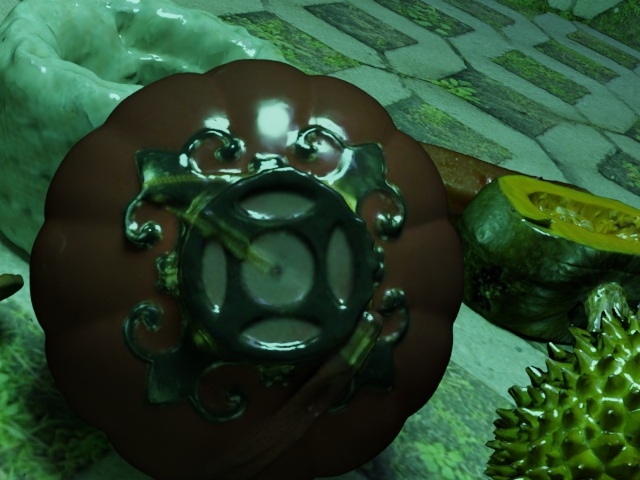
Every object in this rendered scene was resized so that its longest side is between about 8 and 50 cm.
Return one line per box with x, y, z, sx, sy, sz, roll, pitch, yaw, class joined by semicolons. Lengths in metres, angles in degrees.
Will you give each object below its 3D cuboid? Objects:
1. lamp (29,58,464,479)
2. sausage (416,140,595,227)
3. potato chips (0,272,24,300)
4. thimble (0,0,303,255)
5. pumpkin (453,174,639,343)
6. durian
-0.047;0.025;0.616;0.303;0.303;0.257;16;-8;-11;lamp
0.216;-0.049;1.132;0.330;0.102;0.102;13;29;-15;sausage
-0.319;0.032;0.616;0.150;0.049;0.202;6;-6;33;potato chips
-0.170;-0.104;0.832;0.291;0.195;0.291;14;31;-9;thimble
0.310;0.040;1.008;0.317;0.139;0.222;16;25;-17;pumpkin
0.230;0.175;0.607;0.293;0.258;0.258;1;35;-26;durian
